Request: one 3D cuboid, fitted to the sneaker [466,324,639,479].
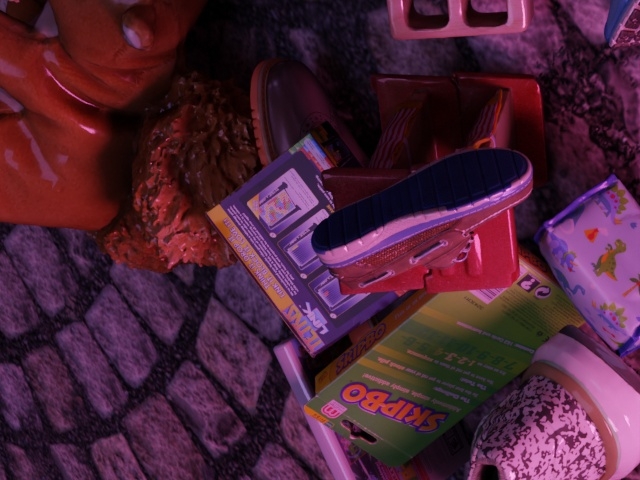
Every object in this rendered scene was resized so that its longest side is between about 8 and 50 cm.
[{"bbox_3d":[0.168,0.236,1.791,0.158,0.182,0.410,47,154,25],"label":"sneaker"}]

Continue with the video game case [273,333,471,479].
[{"bbox_3d":[0.054,0.158,1.902,0.023,0.183,0.201,-21,95,41],"label":"video game case"}]

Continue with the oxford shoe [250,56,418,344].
[{"bbox_3d":[0.058,-0.024,1.862,0.132,0.130,0.364,-26,95,33],"label":"oxford shoe"}]

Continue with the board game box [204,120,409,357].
[{"bbox_3d":[0.000,0.000,1.798,0.141,0.048,0.170,-35,92,29],"label":"board game box"}]

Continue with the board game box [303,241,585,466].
[{"bbox_3d":[0.111,0.103,1.786,0.124,0.039,0.259,35,117,-25],"label":"board game box"}]

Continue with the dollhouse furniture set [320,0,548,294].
[{"bbox_3d":[0.086,-0.164,1.609,0.152,0.201,0.374,-1,117,16],"label":"dollhouse furniture set"}]

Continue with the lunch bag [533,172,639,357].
[{"bbox_3d":[0.246,0.028,1.670,0.129,0.096,0.151,54,169,10],"label":"lunch bag"}]

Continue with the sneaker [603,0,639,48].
[{"bbox_3d":[0.258,-0.222,1.542,0.073,0.063,0.162,56,142,38],"label":"sneaker"}]

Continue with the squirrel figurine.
[{"bbox_3d":[-0.182,-0.155,1.960,0.397,0.281,0.370,45,137,-2],"label":"squirrel figurine"}]

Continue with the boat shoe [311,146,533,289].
[{"bbox_3d":[0.087,-0.015,1.538,0.183,0.066,0.066,-20,129,17],"label":"boat shoe"}]
